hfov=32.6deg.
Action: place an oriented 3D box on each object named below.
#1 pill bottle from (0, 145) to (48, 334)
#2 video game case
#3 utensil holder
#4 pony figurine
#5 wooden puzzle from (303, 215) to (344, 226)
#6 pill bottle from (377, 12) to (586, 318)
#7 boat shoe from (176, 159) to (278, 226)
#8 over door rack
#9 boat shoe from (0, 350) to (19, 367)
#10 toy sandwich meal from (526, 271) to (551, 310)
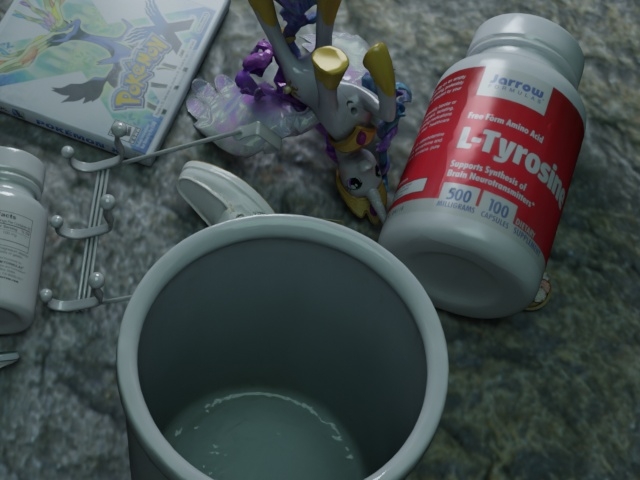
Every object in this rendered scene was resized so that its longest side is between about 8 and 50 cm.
[{"bbox_3d":[-0.432,-0.002,1.455,0.131,0.131,0.229,5,64,-7],"label":"pill bottle"},{"bbox_3d":[-0.332,-0.300,1.665,0.299,0.036,0.329,20,64,1],"label":"video game case"},{"bbox_3d":[-0.053,0.212,1.213,0.327,0.385,0.328,3,56,-5],"label":"utensil holder"},{"bbox_3d":[-0.011,-0.217,1.541,0.302,0.363,0.351,-31,57,-13],"label":"pony figurine"},{"bbox_3d":[0.000,0.000,1.586,0.116,0.014,0.079,1,65,-9],"label":"wooden puzzle"},{"bbox_3d":[0.245,-0.114,1.559,0.229,0.229,0.408,21,63,2],"label":"pill bottle"},{"bbox_3d":[-0.105,-0.002,1.521,0.277,0.098,0.096,38,61,9],"label":"boat shoe"},{"bbox_3d":[-0.221,-0.037,1.450,0.324,0.108,0.240,-5,66,21],"label":"over door rack"},{"bbox_3d":[-0.443,0.169,1.430,0.100,0.035,0.035,-11,94,-18],"label":"boat shoe"},{"bbox_3d":[0.299,0.063,1.593,0.085,0.029,0.086,3,64,-7],"label":"toy sandwich meal"}]
